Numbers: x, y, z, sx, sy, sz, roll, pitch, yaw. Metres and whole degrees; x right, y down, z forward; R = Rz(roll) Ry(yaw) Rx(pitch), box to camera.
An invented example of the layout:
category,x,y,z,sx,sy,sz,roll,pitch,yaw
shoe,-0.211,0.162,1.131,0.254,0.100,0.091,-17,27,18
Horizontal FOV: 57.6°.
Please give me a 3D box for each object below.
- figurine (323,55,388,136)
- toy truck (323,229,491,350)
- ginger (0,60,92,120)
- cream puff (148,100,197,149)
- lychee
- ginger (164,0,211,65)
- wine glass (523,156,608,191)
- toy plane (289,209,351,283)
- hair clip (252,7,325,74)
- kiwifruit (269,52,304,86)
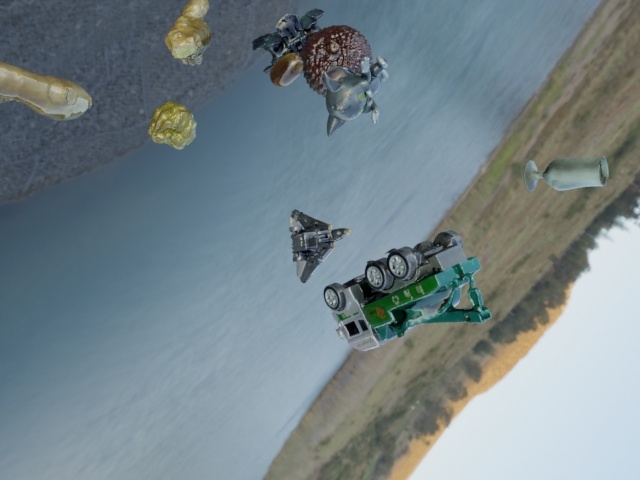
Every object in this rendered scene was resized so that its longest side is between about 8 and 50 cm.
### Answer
category,x,y,z,sx,sy,sz,roll,pitch,yaw
figurine,0.103,-0.432,1.609,0.193,0.140,0.265,83,24,-47
toy truck,0.163,0.108,1.159,0.176,0.178,0.363,-17,173,-38
ginger,-0.640,-0.307,1.115,0.348,0.363,0.122,170,-73,-72
cream puff,-0.480,-0.365,1.873,0.156,0.156,0.121,-48,-175,-19
lychee,0.054,-0.564,1.869,0.236,0.236,0.271,-50,168,-8
ginger,-0.269,-0.412,1.190,0.115,0.081,0.205,-50,-159,41
wine glass,0.761,-0.208,1.807,0.103,0.231,0.103,0,90,-46
toy plane,-0.012,0.001,1.476,0.103,0.204,0.316,-7,176,-18
hair clip,-0.095,-0.739,2.181,0.310,0.194,0.206,-28,-163,2
kiwifruit,-0.101,-0.503,1.723,0.124,0.075,0.075,-26,-172,42
